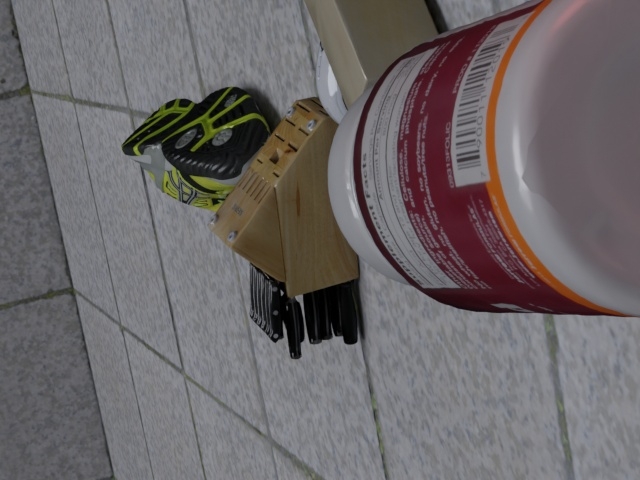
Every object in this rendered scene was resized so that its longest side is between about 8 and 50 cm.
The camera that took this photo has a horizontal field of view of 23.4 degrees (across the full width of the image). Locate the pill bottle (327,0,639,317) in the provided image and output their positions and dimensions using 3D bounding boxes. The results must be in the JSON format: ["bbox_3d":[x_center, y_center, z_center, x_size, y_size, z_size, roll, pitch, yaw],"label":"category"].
[{"bbox_3d":[0.155,-0.057,1.127,0.392,0.224,0.224,176,80,-71],"label":"pill bottle"}]

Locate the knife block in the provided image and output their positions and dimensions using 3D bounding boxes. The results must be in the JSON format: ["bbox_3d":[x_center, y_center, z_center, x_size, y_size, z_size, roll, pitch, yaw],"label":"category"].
[{"bbox_3d":[0.000,0.000,1.871,0.276,0.242,0.088,-55,31,3],"label":"knife block"}]

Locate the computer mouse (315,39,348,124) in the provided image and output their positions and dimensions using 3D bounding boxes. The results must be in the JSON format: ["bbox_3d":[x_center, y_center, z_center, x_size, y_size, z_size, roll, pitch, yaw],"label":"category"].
[{"bbox_3d":[0.013,-0.208,1.710,0.106,0.042,0.193,-160,58,-67],"label":"computer mouse"}]

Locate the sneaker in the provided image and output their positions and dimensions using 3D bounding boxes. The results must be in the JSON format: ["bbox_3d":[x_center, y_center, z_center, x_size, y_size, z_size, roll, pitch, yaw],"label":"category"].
[{"bbox_3d":[-0.142,-0.115,2.143,0.147,0.145,0.384,49,167,-21],"label":"sneaker"}]

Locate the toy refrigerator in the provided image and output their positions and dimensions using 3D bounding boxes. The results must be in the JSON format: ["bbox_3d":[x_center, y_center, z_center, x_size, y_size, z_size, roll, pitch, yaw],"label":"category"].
[{"bbox_3d":[0.036,-0.261,1.533,0.102,0.094,0.270,103,149,-67],"label":"toy refrigerator"}]
